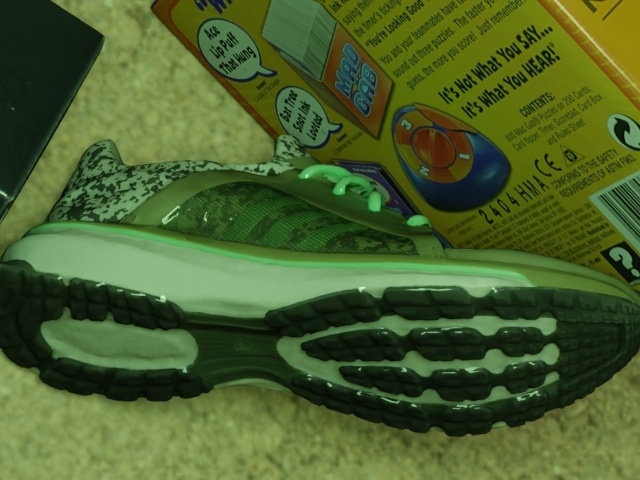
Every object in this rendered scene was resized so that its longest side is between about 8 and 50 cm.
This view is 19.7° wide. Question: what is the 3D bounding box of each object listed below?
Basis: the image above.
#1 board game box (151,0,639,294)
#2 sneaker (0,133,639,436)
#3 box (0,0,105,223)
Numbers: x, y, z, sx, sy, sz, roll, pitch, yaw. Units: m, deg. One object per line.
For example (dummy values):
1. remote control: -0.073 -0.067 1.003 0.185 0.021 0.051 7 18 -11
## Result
1. board game box: 0.174 -0.192 1.214 0.356 0.356 0.356 46 64 -5
2. sneaker: 0.000 0.000 1.149 0.410 0.158 0.182 6 54 7
3. box: -0.292 -0.107 1.091 0.270 0.143 0.165 32 43 -12
